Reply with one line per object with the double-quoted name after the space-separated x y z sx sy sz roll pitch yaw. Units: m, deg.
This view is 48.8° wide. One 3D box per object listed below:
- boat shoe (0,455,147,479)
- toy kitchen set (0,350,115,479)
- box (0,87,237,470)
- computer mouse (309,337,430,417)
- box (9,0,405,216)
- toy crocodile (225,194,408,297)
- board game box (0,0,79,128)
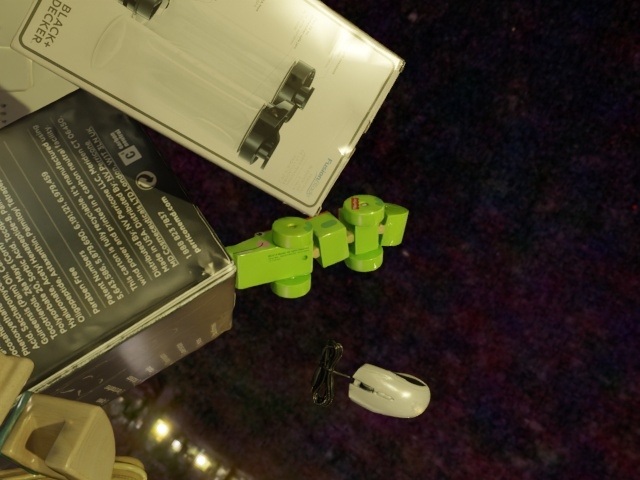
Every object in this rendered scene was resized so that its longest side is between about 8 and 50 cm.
-0.263 0.214 0.514 0.285 0.089 0.105 -5 133 7 "boat shoe"
-0.230 0.150 0.358 0.122 0.207 0.166 2 143 28 "toy kitchen set"
-0.389 0.094 0.962 0.297 0.471 0.480 55 165 7 "box"
0.082 0.223 1.070 0.193 0.106 0.042 18 -174 -11 "computer mouse"
-0.091 -0.162 0.619 0.290 0.169 0.087 27 -175 -23 "box"
0.000 0.000 1.137 0.105 0.340 0.115 43 143 50 "toy crocodile"
-0.590 -0.330 1.296 0.390 0.390 0.050 37 -150 -57 "board game box"
